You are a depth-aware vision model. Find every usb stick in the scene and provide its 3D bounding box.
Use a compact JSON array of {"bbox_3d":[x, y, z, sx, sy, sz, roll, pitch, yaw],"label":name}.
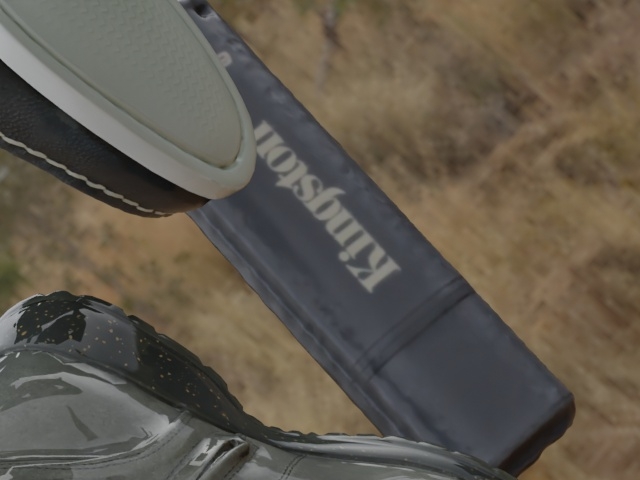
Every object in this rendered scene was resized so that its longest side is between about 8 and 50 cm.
[{"bbox_3d":[0.000,0.000,0.801,0.077,0.278,0.045,-39,-12,-14],"label":"usb stick"}]

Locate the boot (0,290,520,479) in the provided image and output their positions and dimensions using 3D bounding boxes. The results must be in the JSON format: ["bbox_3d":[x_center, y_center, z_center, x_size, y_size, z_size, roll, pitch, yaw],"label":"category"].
[{"bbox_3d":[-0.020,0.125,0.551,0.161,0.246,0.083,-77,14,-55],"label":"boot"}]

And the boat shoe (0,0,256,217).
[{"bbox_3d":[-0.156,-0.100,0.625,0.091,0.302,0.114,-41,17,26],"label":"boat shoe"}]
